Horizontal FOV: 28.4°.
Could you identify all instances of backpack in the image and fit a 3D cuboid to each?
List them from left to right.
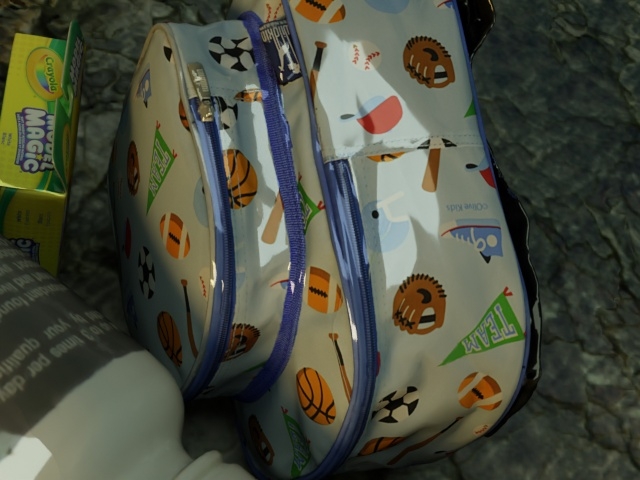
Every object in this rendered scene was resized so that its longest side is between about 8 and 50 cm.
[{"bbox_3d":[0.000,0.000,0.696,0.213,0.276,0.263,-15,70,-19],"label":"backpack"}]

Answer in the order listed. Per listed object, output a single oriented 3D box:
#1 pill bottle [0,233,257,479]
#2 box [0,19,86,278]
[{"bbox_3d":[-0.196,0.090,0.600,0.361,0.204,0.204,37,55,8],"label":"pill bottle"},{"bbox_3d":[-0.159,-0.032,0.705,0.043,0.179,0.105,8,56,-13],"label":"box"}]
